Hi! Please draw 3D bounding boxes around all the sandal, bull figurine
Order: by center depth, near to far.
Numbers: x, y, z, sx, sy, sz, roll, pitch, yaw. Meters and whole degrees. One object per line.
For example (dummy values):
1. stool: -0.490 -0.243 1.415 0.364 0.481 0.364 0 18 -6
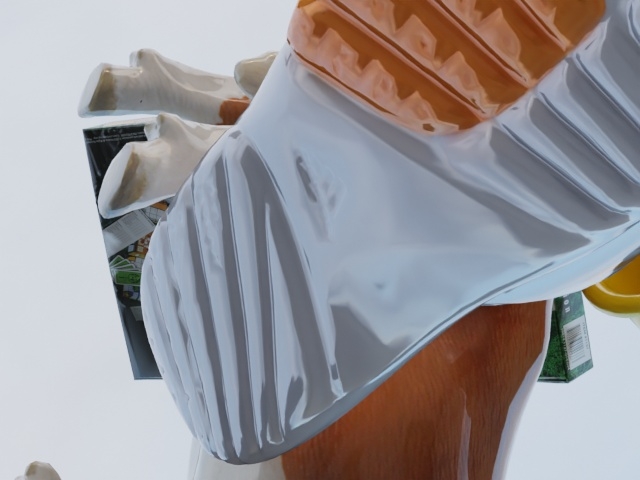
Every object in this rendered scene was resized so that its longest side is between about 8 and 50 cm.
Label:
1. sandal: 0.037 -0.028 0.442 0.076 0.265 0.102 -16 -107 -38
2. bull figurine: -0.011 0.082 0.542 0.188 0.101 0.310 25 -115 -22

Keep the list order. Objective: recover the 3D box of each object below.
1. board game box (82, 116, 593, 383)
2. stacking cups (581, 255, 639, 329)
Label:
1. board game box: 0.000 0.000 0.845 0.260 0.030 0.136 -2 -80 37
2. stacking cups: 0.221 0.090 0.613 0.096 0.096 0.316 -44 -69 4
